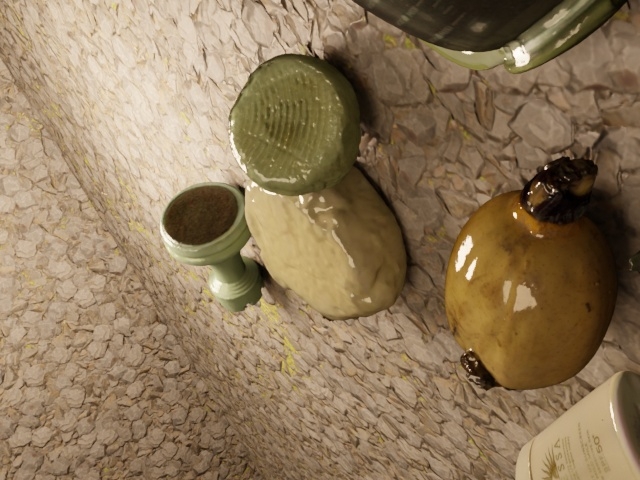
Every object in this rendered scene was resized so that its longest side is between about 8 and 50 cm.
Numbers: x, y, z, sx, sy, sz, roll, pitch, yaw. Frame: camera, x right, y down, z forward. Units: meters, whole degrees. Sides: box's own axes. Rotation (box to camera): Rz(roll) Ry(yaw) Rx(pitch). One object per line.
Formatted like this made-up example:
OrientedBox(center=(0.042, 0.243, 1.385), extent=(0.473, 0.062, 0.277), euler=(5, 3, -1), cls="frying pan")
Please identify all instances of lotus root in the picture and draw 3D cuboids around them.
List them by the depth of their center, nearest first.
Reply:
OrientedBox(center=(0.230, 0.035, 0.664), extent=(0.183, 0.183, 0.309), euler=(32, 143, 35), cls="lotus root")

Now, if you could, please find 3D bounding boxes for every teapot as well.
OrientedBox(center=(0.106, -0.232, 0.484), extent=(0.239, 0.239, 0.322), euler=(43, 148, -9), cls="teapot")

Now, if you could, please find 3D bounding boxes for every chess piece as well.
OrientedBox(center=(-0.214, 0.033, 1.340), extent=(0.195, 0.195, 0.299), euler=(34, 156, 31), cls="chess piece")

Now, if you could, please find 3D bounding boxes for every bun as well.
OrientedBox(center=(-0.032, -0.161, 0.859), extent=(0.196, 0.118, 0.195), euler=(2, 97, 19), cls="bun")

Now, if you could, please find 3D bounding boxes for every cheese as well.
OrientedBox(center=(0.000, 0.000, 1.032), extent=(0.318, 0.115, 0.326), euler=(50, 154, 5), cls="cheese")

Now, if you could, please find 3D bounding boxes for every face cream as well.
OrientedBox(center=(0.362, 0.322, 0.833), extent=(0.348, 0.081, 0.173), euler=(101, 165, -55), cls="face cream")

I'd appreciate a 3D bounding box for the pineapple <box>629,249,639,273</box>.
OrientedBox(center=(0.370, 0.007, 0.465), extent=(0.248, 0.128, 0.128), euler=(9, 129, 54), cls="pineapple")
